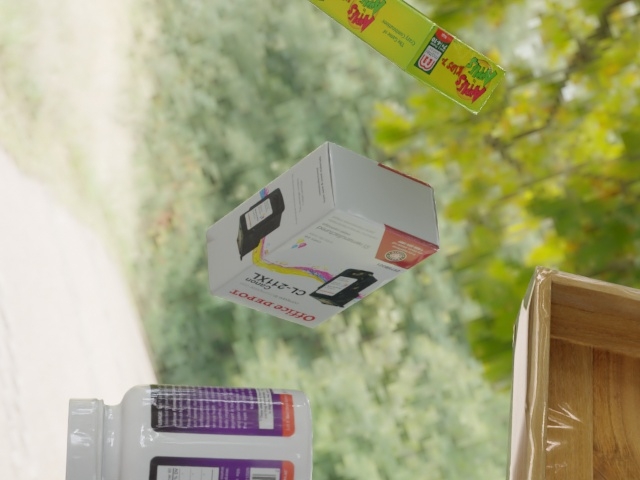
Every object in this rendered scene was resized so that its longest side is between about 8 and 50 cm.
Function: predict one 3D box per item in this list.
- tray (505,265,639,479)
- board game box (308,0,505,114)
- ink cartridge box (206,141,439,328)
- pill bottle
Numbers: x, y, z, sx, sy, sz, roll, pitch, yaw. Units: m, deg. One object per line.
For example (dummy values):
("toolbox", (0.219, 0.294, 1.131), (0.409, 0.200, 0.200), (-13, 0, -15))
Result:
("tray", (0.228, 0.199, 1.177), (0.411, 0.203, 0.076), (-79, -177, -50))
("board game box", (0.057, -0.171, 1.379), (0.092, 0.043, 0.181), (26, 12, -43))
("ink cartridge box", (0.000, 0.000, 1.535), (0.127, 0.175, 0.072), (20, 50, -35))
("pill bottle", (-0.108, 0.171, 1.399), (0.108, 0.194, 0.108), (-177, -90, -82))
